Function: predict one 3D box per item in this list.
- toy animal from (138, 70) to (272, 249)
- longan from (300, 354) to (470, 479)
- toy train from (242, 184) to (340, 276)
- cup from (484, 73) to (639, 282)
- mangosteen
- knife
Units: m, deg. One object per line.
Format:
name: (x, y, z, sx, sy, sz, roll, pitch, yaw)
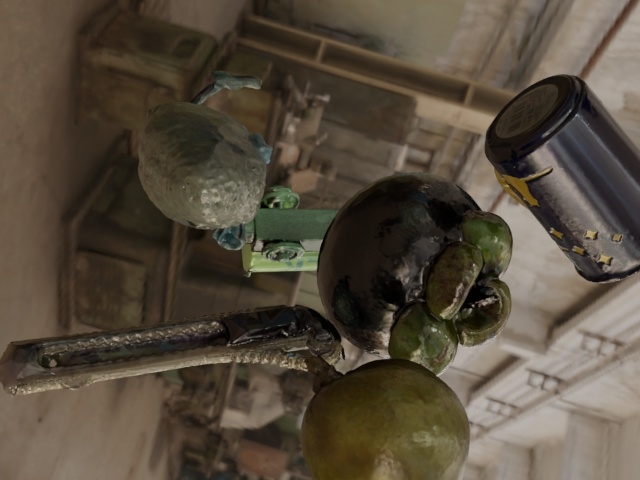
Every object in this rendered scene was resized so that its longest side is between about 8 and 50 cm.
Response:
toy animal: (-0.079, -0.065, 0.591, 0.070, 0.079, 0.253, -62, -163, 17)
longan: (0.050, 0.165, 0.789, 0.145, 0.176, 0.155, -39, 162, -7)
toy train: (0.000, 0.000, 1.249, 0.157, 0.253, 0.105, 121, -35, -63)
cup: (0.333, -0.078, 1.270, 0.255, 0.256, 0.178, -25, -151, 44)
mangosteen: (0.108, 0.036, 1.022, 0.243, 0.242, 0.243, 16, 90, -88)
knife: (-0.149, 0.112, 0.938, 0.089, 0.365, 0.043, -113, -156, -48)
